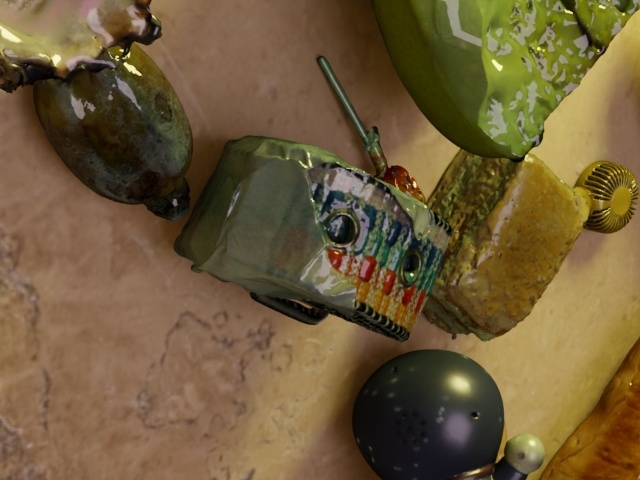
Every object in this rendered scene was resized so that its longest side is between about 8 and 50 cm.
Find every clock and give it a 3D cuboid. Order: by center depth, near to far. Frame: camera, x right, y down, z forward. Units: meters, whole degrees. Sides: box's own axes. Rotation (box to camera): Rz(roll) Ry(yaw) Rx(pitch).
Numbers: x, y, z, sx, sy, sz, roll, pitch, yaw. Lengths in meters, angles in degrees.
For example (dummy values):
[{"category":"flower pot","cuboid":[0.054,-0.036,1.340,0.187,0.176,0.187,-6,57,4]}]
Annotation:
[{"category":"clock","cuboid":[0.130,0.229,1.654,0.146,0.199,0.243,-11,80,-67]}]

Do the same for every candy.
[{"category":"candy","cuboid":[0.044,-0.097,1.597,0.060,0.060,0.201,-40,118,-24]}]

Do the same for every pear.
[{"category":"pear","cuboid":[0.151,-0.294,1.512,0.342,0.238,0.318,-50,117,-10]}]

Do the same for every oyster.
[{"category":"oyster","cuboid":[-0.251,-0.214,1.262,0.259,0.092,0.198,-14,98,-30]}]

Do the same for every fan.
[{"category":"fan","cuboid":[0.299,-0.041,1.824,0.155,0.039,0.082,-12,111,-36]}]

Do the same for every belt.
[{"category":"belt","cuboid":[0.000,0.000,1.478,0.257,0.207,0.150,27,83,-49]}]

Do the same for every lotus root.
[{"category":"lotus root","cuboid":[-0.168,-0.092,1.389,0.113,0.088,0.192,-37,126,-6]}]

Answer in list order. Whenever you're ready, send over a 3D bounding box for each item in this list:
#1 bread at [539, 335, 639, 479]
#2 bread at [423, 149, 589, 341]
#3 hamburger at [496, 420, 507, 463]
[{"category":"bread","cuboid":[0.393,0.233,1.916,0.344,0.149,0.195,-53,141,-16]},{"category":"bread","cuboid":[0.179,0.002,1.697,0.138,0.102,0.196,42,77,-37]},{"category":"hamburger","cuboid":[0.162,0.247,1.775,0.102,0.087,0.176,12,84,-58]}]
